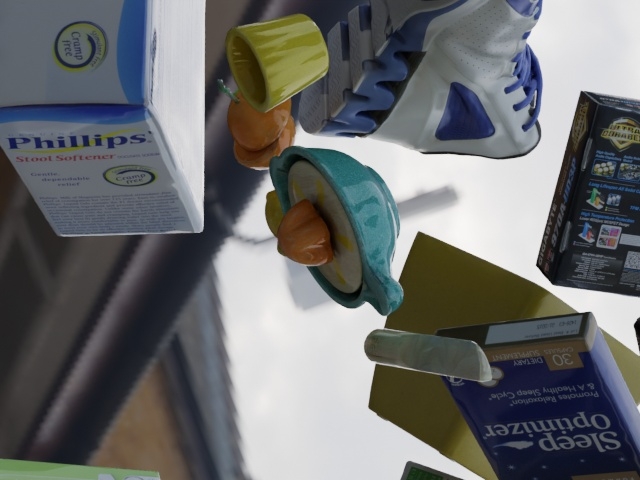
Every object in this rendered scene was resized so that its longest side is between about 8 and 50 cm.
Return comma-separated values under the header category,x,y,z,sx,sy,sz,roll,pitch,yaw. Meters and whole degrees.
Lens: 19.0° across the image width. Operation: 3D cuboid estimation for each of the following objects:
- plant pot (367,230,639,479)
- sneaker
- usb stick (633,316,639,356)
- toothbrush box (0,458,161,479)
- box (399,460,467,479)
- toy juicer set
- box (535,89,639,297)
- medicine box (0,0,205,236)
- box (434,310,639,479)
category,x,y,z,sx,sy,sz,roll,pitch,yaw
plant pot,0.176,0.141,1.935,0.212,0.187,0.212,34,-5,-36
sneaker,0.136,-0.171,1.610,0.315,0.182,0.127,-43,-142,44
usb stick,0.380,0.179,2.012,0.077,0.045,0.278,22,-33,36
toothbrush box,-0.319,0.368,2.199,0.206,0.283,0.122,-108,-145,-46
box,0.116,0.307,2.016,0.087,0.101,0.102,17,-29,16
toy juicer set,0.000,0.000,1.499,0.329,0.089,0.209,62,-21,10
box,0.323,-0.033,1.737,0.051,0.220,0.175,-118,-143,-67
medicine box,-0.197,-0.176,1.744,0.289,0.149,0.264,73,15,-67
box,0.194,0.152,1.565,0.136,0.036,0.225,-9,-48,28
